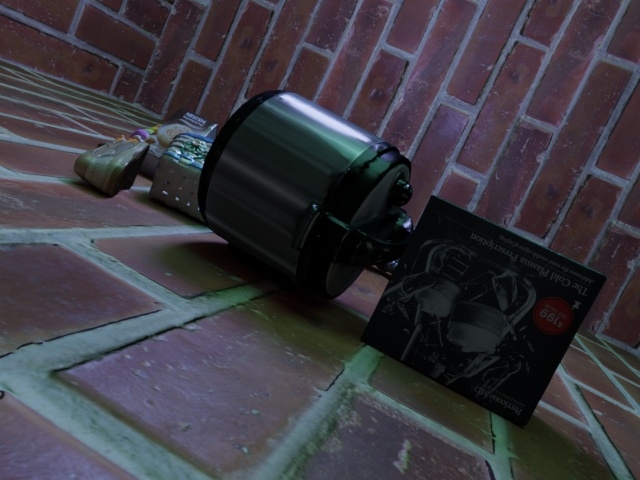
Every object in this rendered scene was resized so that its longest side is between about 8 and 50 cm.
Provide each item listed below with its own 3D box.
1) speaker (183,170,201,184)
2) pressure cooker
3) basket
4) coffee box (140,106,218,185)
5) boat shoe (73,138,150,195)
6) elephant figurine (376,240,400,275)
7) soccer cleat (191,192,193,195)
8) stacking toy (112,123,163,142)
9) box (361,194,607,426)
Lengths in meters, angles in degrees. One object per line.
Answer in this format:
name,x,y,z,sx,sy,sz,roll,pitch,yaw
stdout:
speaker,-0.328,-0.206,2.024,0.296,0.131,0.131,22,9,-26
pressure cooker,-0.002,-0.081,1.265,0.420,0.370,0.375,31,-28,17
basket,-0.301,-0.171,1.588,0.254,0.201,0.289,24,18,-1
coffee box,-0.447,-0.296,1.859,0.141,0.098,0.246,26,48,5
boat shoe,-0.499,-0.197,1.444,0.110,0.122,0.341,25,9,-11
elephant figurine,0.241,0.054,2.048,0.239,0.186,0.169,30,-16,-2
soccer cleat,-0.397,-0.154,1.834,0.035,0.029,0.083,30,6,-42
stacking toy,-0.576,-0.316,1.999,0.165,0.175,0.302,29,22,27
box,0.308,0.124,1.162,0.343,0.313,0.179,27,8,12
